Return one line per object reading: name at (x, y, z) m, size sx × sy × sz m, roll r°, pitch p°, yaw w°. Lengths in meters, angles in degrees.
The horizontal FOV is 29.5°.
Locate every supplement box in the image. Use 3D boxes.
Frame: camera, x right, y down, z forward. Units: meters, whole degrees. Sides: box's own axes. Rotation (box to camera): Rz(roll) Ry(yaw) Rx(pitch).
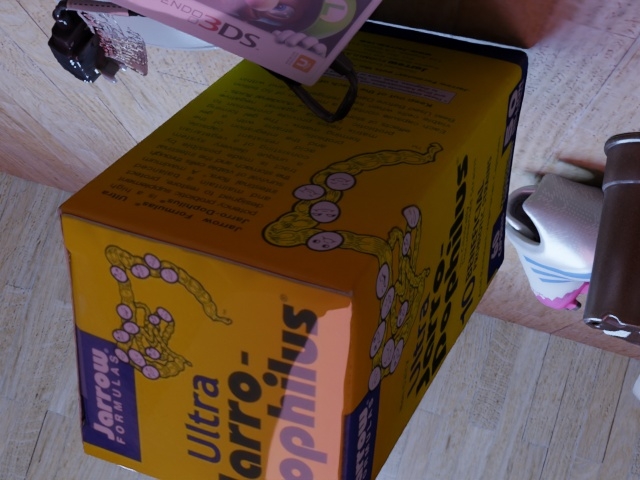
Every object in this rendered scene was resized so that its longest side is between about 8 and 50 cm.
supplement box at (0.000, 0.000, 0.862) m, size 0.195 × 0.194 × 0.356 m, roll 15°, pitch -145°, yaw 19°

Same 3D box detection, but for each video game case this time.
video game case at (-0.030, -0.174, 0.624) m, size 0.173 × 0.022 × 0.190 m, roll 20°, pitch 136°, yaw -24°

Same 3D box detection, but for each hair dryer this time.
hair dryer at (-0.090, -0.186, 0.711) m, size 0.223 × 0.080 × 0.293 m, roll 9°, pitch 154°, yaw 14°

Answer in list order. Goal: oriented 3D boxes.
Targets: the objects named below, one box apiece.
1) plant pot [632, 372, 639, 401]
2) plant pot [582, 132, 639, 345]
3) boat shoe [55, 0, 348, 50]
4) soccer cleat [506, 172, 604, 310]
plant pot at (0.536, 0.173, 1.421) m, size 0.280 × 0.323 × 0.323 m, roll 32°, pitch 178°, yaw 20°
plant pot at (0.312, 0.010, 1.075) m, size 0.167 × 0.165 × 0.167 m, roll 17°, pitch 173°, yaw 2°
boat shoe at (-0.085, -0.185, 0.851) m, size 0.254 × 0.079 × 0.095 m, roll 9°, pitch 167°, yaw 34°
soccer cleat at (0.266, -0.008, 1.353) m, size 0.143 × 0.116 × 0.331 m, roll 32°, pitch 172°, yaw 5°
